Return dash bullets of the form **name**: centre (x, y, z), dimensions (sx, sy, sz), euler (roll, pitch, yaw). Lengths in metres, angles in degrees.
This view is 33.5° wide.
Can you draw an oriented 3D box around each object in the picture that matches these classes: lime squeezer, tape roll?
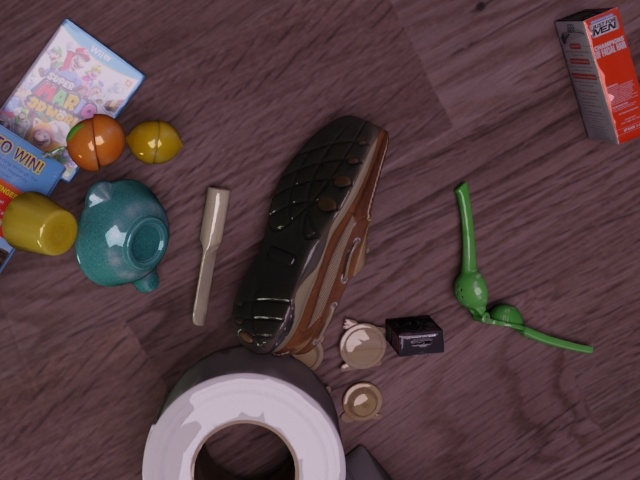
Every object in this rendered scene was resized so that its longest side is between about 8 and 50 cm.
- **lime squeezer**: centre (0.247, 0.075, 1.450), dimensions (0.310, 0.059, 0.110), euler (50, 59, -13)
- **tape roll**: centre (-0.092, 0.268, 1.338), dimensions (0.246, 0.169, 0.246), euler (0, 96, -2)

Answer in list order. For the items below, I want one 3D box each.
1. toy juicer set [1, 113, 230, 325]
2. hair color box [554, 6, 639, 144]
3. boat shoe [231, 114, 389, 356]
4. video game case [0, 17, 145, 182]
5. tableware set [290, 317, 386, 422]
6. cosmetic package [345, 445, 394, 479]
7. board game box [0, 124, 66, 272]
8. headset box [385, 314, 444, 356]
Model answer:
- **toy juicer set**: centre (-0.223, -0.040, 1.296), dimensions (0.329, 0.089, 0.209), euler (32, 78, -52)
- **hair color box**: centre (0.368, -0.215, 1.385), dimensions (0.053, 0.093, 0.167), euler (-23, 105, -6)
- **boat shoe**: centre (0.000, 0.000, 1.361), dimensions (0.120, 0.122, 0.324), euler (24, 93, -47)
- **video game case**: centre (-0.312, -0.171, 1.310), dimensions (0.119, 0.015, 0.166), euler (36, 93, -14)
- **tableware set**: centre (0.020, 0.188, 1.439), dimensions (0.141, 0.020, 0.169), euler (-4, 102, -10)
- **cosmetic package**: centre (-0.049, 0.502, 1.380), dimensions (0.453, 0.230, 0.161), euler (-39, 105, 0)
- **board game box**: centre (-0.497, -0.036, 1.179), dimensions (0.308, 0.086, 0.302), euler (35, 69, -18)
- **headset box**: centre (0.126, 0.128, 1.413), dimensions (0.062, 0.083, 0.032), euler (-5, 102, -8)
